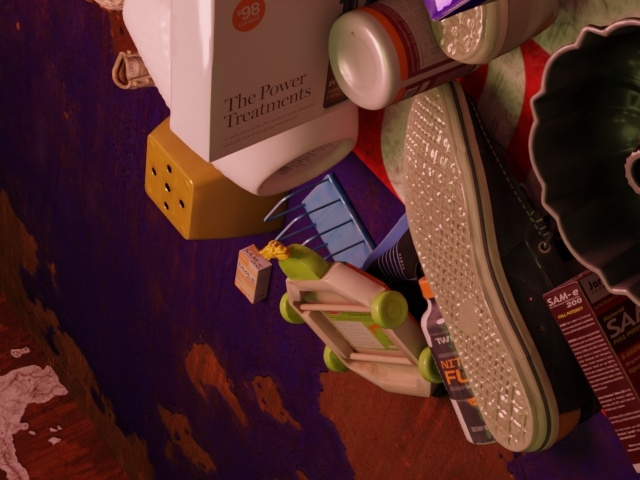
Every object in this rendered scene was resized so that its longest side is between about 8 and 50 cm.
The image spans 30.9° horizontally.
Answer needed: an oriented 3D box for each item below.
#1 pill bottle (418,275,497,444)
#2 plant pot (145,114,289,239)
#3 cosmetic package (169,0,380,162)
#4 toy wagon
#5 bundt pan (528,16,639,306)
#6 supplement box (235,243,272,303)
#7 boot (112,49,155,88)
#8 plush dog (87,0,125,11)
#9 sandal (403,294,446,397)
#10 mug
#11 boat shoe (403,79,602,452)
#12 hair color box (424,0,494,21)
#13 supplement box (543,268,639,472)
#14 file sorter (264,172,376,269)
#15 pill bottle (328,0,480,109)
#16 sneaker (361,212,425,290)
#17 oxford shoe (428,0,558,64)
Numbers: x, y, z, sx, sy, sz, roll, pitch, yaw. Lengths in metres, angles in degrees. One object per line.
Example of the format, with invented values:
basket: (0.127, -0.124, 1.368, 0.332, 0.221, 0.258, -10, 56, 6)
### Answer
pill bottle: (0.222, 0.152, 1.635, 0.130, 0.130, 0.245, -17, 97, 60)
plant pot: (-0.188, -0.122, 2.023, 0.212, 0.187, 0.212, 46, 145, 28)
cosmetic package: (-0.007, -0.289, 1.431, 0.097, 0.377, 0.284, 40, 142, 34)
toy wagon: (0.045, 0.111, 1.758, 0.344, 0.068, 0.267, 50, 153, -23)
bundt pan: (0.381, -0.088, 1.222, 0.331, 0.124, 0.330, 36, 138, 41)
supplement box: (-0.129, 0.065, 2.212, 0.062, 0.036, 0.098, 46, 144, 29)
boot: (-0.258, -0.309, 2.012, 0.213, 0.165, 0.077, -10, 89, 60)
plush dog: (-0.275, -0.442, 1.889, 0.210, 0.225, 0.262, 61, 149, 8)
sandal: (0.157, 0.174, 1.839, 0.067, 0.040, 0.179, 8, 118, 57)
mug: (-0.089, -0.238, 1.737, 0.328, 0.276, 0.374, 62, -177, 11)
boat shoe: (0.237, 0.021, 1.507, 0.187, 0.156, 0.500, -45, 61, 63)
hair color box: (0.131, -0.390, 1.052, 0.110, 0.185, 0.338, -19, 93, 62)
supplement box: (0.381, 0.137, 1.377, 0.239, 0.130, 0.073, 62, 149, 4)
file sorter: (0.000, 0.000, 1.899, 0.170, 0.104, 0.118, 61, 149, 9)
pill bottle: (0.128, -0.246, 1.405, 0.121, 0.221, 0.121, 36, 139, 39)
sneaker: (0.132, 0.038, 1.743, 0.090, 0.081, 0.232, 61, 149, 21)
oxford shoe: (0.181, -0.422, 1.308, 0.169, 0.130, 0.449, -7, 90, 65)
